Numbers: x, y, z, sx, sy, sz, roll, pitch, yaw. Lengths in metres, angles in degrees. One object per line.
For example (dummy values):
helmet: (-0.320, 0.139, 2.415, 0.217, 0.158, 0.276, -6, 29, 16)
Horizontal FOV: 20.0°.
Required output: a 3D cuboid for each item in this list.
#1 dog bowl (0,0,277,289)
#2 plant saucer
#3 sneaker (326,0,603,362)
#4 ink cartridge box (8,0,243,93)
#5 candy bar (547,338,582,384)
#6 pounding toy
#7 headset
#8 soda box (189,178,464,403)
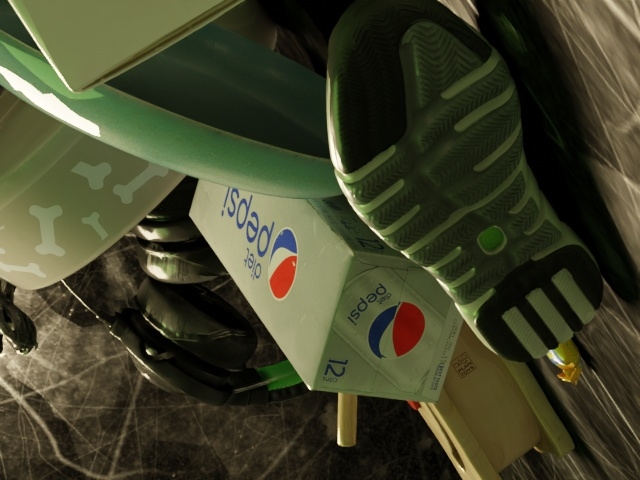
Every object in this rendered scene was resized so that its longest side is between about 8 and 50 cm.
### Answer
dog bowl: (-0.177, -0.104, 1.495, 0.102, 0.349, 0.349, 45, -179, -19)
plant saucer: (-0.097, -0.100, 1.151, 0.318, 0.043, 0.317, 22, -164, -6)
sneaker: (0.042, -0.047, 0.831, 0.228, 0.086, 0.132, 58, 179, -44)
ink cartridge box: (-0.177, -0.284, 1.039, 0.279, 0.160, 0.384, 59, 177, -28)
candy bar: (0.109, 0.017, 1.087, 0.161, 0.018, 0.040, 56, 177, 15)
pounding toy: (0.063, 0.101, 1.403, 0.269, 0.155, 0.154, 57, 173, -21)
headset: (-0.113, 0.047, 1.652, 0.185, 0.394, 0.243, -129, 43, -60)
soda box: (0.000, 0.000, 1.215, 0.091, 0.098, 0.286, 8, -161, -24)
